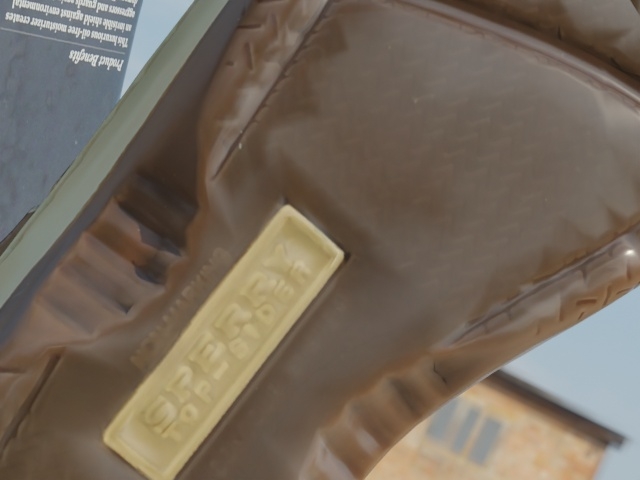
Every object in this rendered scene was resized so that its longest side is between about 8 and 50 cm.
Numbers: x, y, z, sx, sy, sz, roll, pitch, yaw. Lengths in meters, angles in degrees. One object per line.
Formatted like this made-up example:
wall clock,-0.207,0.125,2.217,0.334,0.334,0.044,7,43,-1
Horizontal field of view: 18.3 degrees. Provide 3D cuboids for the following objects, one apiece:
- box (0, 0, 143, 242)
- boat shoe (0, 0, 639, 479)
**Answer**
box,-0.274,-0.151,1.190,0.296,0.294,0.183,16,5,23
boat shoe,-0.005,-0.006,0.367,0.095,0.257,0.095,50,-13,-13
